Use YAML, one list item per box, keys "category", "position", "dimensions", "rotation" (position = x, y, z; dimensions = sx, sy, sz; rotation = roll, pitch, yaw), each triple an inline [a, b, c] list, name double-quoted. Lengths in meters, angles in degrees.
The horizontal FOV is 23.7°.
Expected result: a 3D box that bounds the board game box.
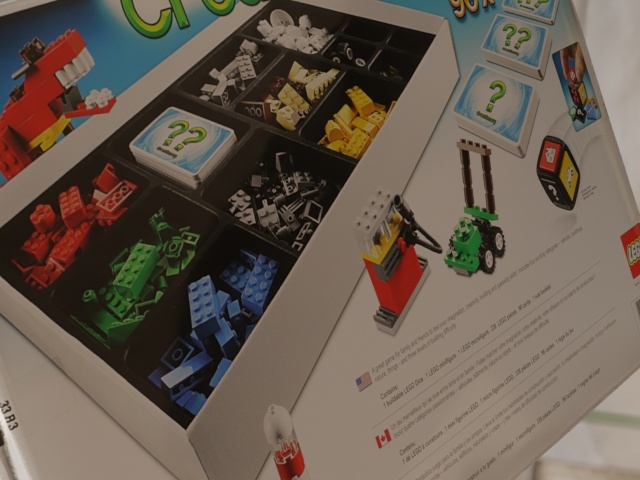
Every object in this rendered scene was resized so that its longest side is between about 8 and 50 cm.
- category: "board game box"
  position: [0.000, 0.000, 0.467]
  dimensions: [0.305, 0.053, 0.193]
  rotation: [-28, -78, -48]
